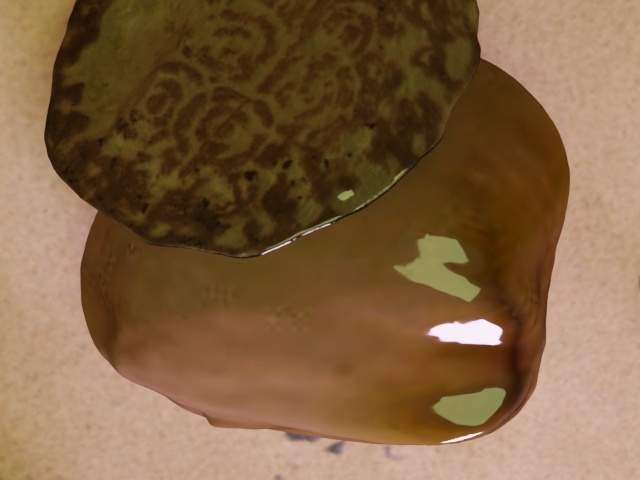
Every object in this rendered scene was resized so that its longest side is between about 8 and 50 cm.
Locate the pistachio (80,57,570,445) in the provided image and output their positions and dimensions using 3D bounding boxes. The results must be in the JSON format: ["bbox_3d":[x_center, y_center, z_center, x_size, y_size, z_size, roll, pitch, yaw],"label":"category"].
[{"bbox_3d":[0.000,0.000,0.972,0.261,0.163,0.212,1,84,8],"label":"pistachio"}]

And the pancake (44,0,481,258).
[{"bbox_3d":[-0.031,-0.091,0.921,0.235,0.212,0.029,-24,150,4],"label":"pancake"}]
